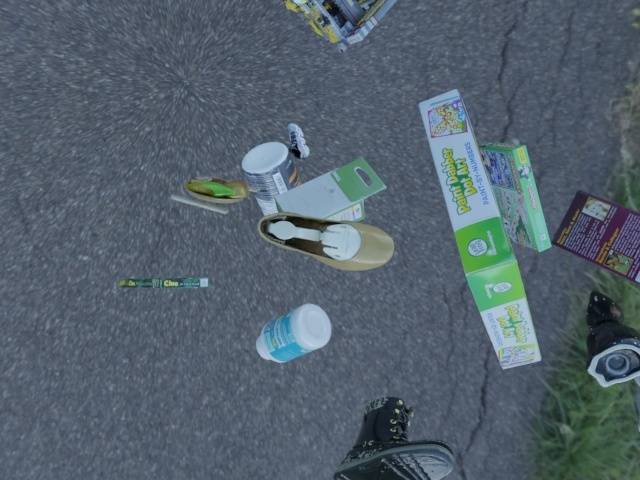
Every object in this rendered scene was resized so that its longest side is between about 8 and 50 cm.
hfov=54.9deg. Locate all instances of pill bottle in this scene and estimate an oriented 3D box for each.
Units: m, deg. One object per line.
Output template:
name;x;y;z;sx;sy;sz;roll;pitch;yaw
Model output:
pill bottle;-0.111;-0.131;1.656;0.130;0.130;0.246;-26;132;-5
pill bottle;-0.099;0.313;2.016;0.146;0.146;0.264;42;134;-19

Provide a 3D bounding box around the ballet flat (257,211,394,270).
ballet flat;0.000;0.000;0.977;0.232;0.073;0.080;9;88;28

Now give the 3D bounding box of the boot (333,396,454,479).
boot;0.140;0.344;1.086;0.236;0.179;0.085;-29;107;35

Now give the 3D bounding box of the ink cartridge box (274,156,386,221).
ink cartridge box;0.023;-0.080;1.272;0.209;0.109;0.062;-26;141;-9

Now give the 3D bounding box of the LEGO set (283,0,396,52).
LEGO set;-0.025;-0.422;0.948;0.192;0.254;0.331;-52;125;-19

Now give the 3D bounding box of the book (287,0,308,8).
book;-0.018;-0.576;1.378;0.144;0.035;0.096;-17;95;-30

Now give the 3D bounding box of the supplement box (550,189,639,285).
supplement box;0.493;0.002;1.005;0.080;0.188;0.104;13;105;-42

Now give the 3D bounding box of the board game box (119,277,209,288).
board game box;-0.418;0.112;1.634;0.136;0.259;0.030;5;84;-40

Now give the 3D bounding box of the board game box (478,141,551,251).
board game box;0.584;-0.137;1.861;0.046;0.213;0.318;-22;106;-8

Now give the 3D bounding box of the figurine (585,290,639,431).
figurine;0.522;0.201;1.017;0.092;0.209;0.215;-39;96;27

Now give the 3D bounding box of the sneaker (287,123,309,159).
sneaker;-0.069;-0.262;1.644;0.038;0.069;0.098;-23;101;33

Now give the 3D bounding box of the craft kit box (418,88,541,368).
craft kit box;0.193;-0.007;0.738;0.060;0.247;0.250;-20;141;13

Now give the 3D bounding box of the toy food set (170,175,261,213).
toy food set;-0.197;-0.107;1.194;0.132;0.192;0.039;15;110;9
